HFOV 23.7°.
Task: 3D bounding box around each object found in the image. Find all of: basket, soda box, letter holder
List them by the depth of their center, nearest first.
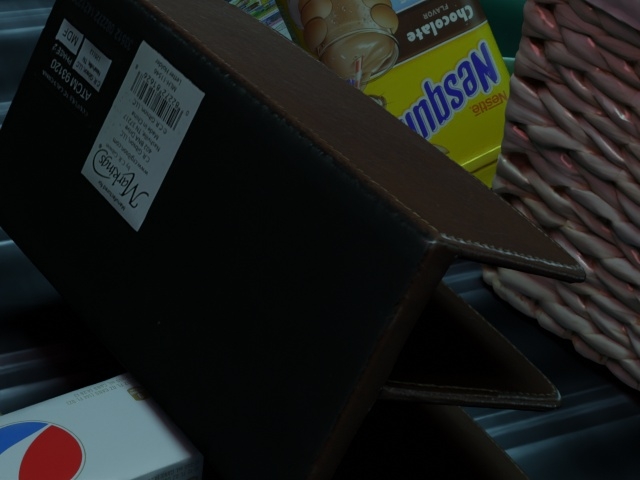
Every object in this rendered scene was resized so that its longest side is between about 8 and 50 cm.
[{"bbox_3d":[-0.159,0.134,0.677,0.216,0.074,0.069,-18,42,-34],"label":"soda box"},{"bbox_3d":[0.000,0.000,0.788,0.214,0.152,0.302,10,24,-45],"label":"letter holder"},{"bbox_3d":[0.315,-0.046,0.880,0.331,0.266,0.328,-19,43,-36],"label":"basket"}]

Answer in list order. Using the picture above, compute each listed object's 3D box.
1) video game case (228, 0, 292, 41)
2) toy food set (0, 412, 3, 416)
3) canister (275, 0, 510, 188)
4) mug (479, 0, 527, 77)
[{"bbox_3d":[0.020,-0.179,1.101,0.212,0.023,0.193,-29,26,14],"label":"video game case"},{"bbox_3d":[-0.246,0.032,0.788,0.038,0.132,0.192,-44,57,-2],"label":"toy food set"},{"bbox_3d":[0.055,-0.107,0.967,0.126,0.170,0.073,-26,11,-11],"label":"canister"},{"bbox_3d":[0.115,-0.124,1.098,0.129,0.097,0.157,8,33,-1],"label":"mug"}]
